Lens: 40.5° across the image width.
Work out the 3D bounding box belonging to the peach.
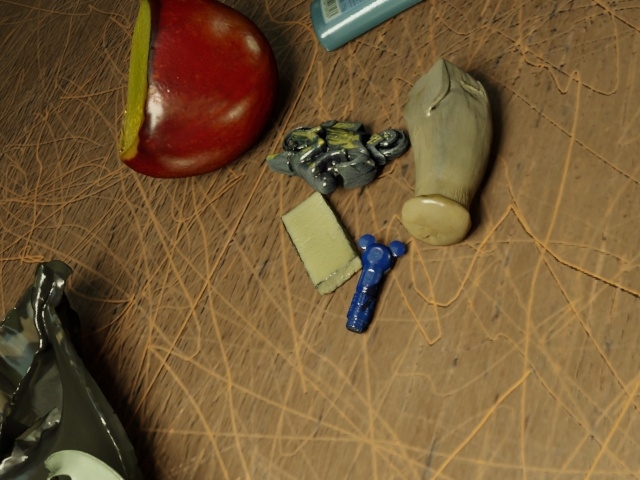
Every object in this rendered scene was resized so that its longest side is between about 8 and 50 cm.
[{"bbox_3d":[-0.184,-0.212,1.248,0.245,0.249,0.275,2,57,8],"label":"peach"}]

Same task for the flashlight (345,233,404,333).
[{"bbox_3d":[0.058,0.052,1.018,0.057,0.035,0.121,13,70,15],"label":"flashlight"}]

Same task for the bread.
[{"bbox_3d":[0.000,0.000,1.103,0.068,0.028,0.154,-38,43,8],"label":"bread"}]

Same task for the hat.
[{"bbox_3d":[-0.355,0.249,1.126,0.382,0.257,0.366,45,99,9],"label":"hat"}]

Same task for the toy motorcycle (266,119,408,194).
[{"bbox_3d":[0.014,-0.107,1.143,0.193,0.061,0.124,7,48,32],"label":"toy motorcycle"}]

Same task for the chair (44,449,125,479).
[{"bbox_3d":[-0.288,0.363,0.890,0.274,0.190,0.203,-40,78,-18],"label":"chair"}]

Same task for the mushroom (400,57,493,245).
[{"bbox_3d":[0.151,-0.114,1.030,0.108,0.096,0.247,1,59,7],"label":"mushroom"}]

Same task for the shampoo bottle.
[{"bbox_3d":[0.107,-0.375,1.278,0.258,0.061,0.104,-25,46,20],"label":"shampoo bottle"}]
